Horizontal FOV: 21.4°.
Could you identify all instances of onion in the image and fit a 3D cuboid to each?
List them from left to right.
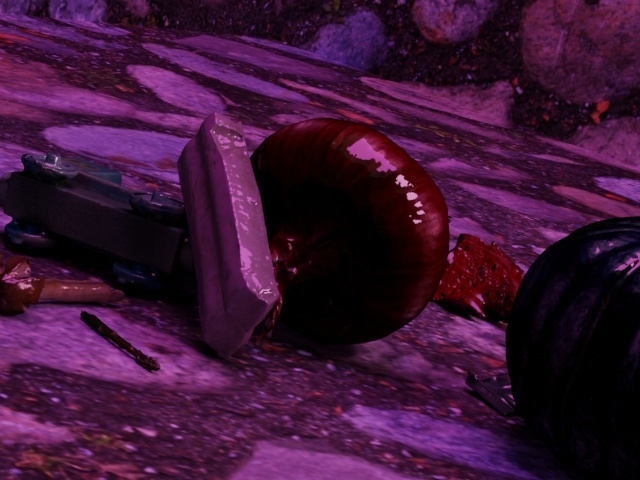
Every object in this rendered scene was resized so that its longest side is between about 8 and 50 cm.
[{"bbox_3d":[0.000,0.000,1.916,0.273,0.273,0.285,22,33,30],"label":"onion"}]

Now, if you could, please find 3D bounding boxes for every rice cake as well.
[{"bbox_3d":[-0.107,-0.015,1.876,0.050,0.106,0.298,15,41,-28],"label":"rice cake"}]

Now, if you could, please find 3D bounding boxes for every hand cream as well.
[{"bbox_3d":[0.285,0.144,1.942,0.248,0.052,0.075,-12,7,-30],"label":"hand cream"}]

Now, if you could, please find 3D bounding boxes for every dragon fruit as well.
[{"bbox_3d":[0.228,0.057,2.240,0.122,0.092,0.192,5,16,-33],"label":"dragon fruit"}]

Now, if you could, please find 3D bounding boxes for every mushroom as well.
[{"bbox_3d":[-0.288,0.049,1.830,0.060,0.061,0.187,17,8,35],"label":"mushroom"}]

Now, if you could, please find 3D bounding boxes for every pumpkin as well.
[{"bbox_3d":[0.373,0.126,1.741,0.363,0.266,0.363,17,15,-5],"label":"pumpkin"}]

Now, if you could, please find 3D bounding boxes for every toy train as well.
[{"bbox_3d":[-0.242,-0.024,2.051,0.298,0.120,0.194,20,9,23],"label":"toy train"}]

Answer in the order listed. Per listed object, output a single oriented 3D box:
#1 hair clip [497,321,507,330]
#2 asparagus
[{"bbox_3d":[0.311,0.142,2.081,0.214,0.056,0.062,31,3,27],"label":"hair clip"},{"bbox_3d":[-0.212,0.104,1.769,0.016,0.013,0.166,-9,23,-34],"label":"asparagus"}]
